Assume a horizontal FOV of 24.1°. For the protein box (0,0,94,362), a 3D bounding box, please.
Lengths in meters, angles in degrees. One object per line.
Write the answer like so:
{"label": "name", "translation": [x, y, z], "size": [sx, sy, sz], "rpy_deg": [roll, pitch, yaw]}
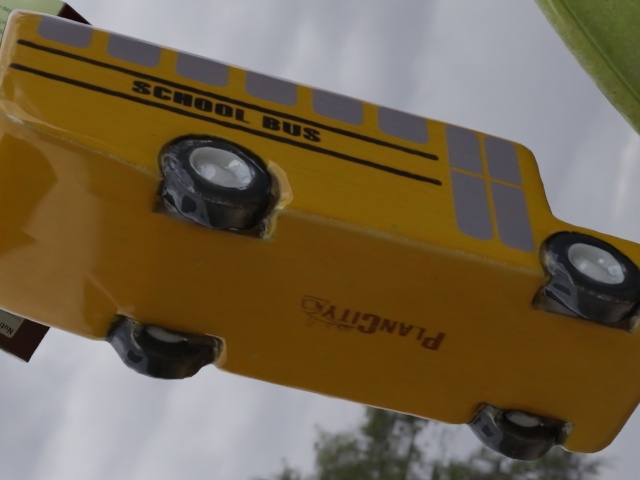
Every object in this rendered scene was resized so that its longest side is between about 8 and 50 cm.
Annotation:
{"label": "protein box", "translation": [-0.236, -0.062, 0.993], "size": [0.201, 0.199, 0.136], "rpy_deg": [-58, -42, -7]}

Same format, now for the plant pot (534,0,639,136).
{"label": "plant pot", "translation": [0.269, -0.194, 0.867], "size": [0.254, 0.276, 0.276], "rpy_deg": [-36, -4, 22]}

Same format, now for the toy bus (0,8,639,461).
{"label": "toy bus", "translation": [0.000, 0.000, 0.714], "size": [0.130, 0.332, 0.108], "rpy_deg": [-93, 21, -53]}
